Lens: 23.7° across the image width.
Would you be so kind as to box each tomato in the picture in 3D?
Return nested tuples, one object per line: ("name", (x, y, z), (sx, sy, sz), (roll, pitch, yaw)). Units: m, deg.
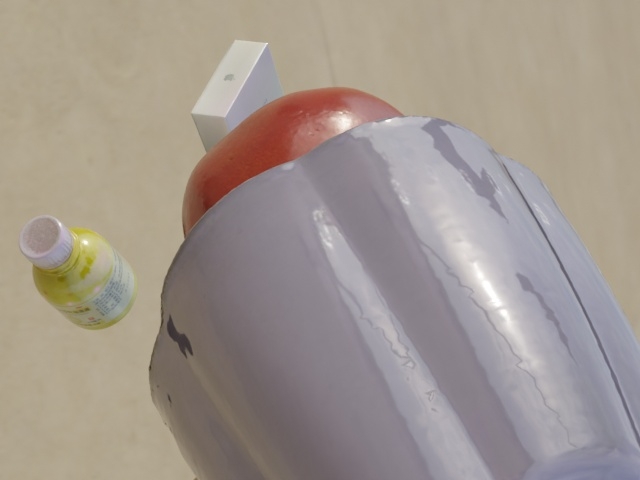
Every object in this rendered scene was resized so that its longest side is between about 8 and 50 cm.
("tomato", (0.000, 0.000, 1.490), (0.226, 0.298, 0.299), (-76, 153, -76))

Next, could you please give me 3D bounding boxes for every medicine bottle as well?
("medicine bottle", (-0.350, 0.038, 2.157), (0.212, 0.121, 0.122), (55, 32, -61))

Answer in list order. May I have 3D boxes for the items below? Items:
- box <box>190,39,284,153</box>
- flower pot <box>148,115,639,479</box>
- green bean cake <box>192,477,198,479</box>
("box", (-0.093, -0.148, 1.832), (0.130, 0.051, 0.129), (71, 35, -46))
("flower pot", (0.060, 0.109, 0.817), (0.265, 0.265, 0.243), (60, 1, -43))
("green bean cake", (0.003, 0.209, 1.324), (0.229, 0.224, 0.131), (-28, 77, -40))
